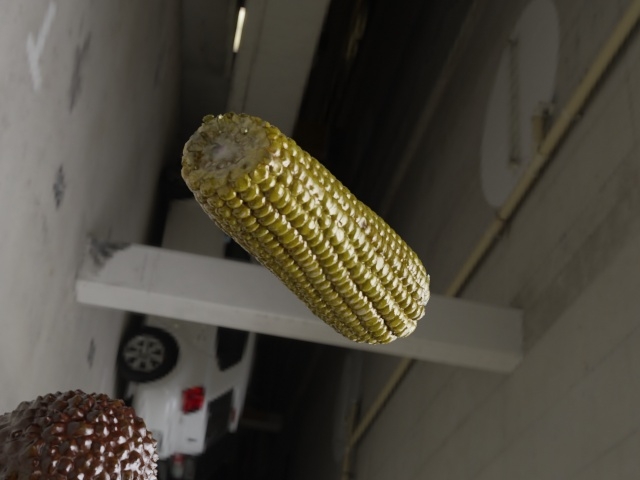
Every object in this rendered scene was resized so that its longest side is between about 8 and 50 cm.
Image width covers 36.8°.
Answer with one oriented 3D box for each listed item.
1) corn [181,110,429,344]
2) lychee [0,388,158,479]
[{"bbox_3d":[0.000,0.000,1.091,0.387,0.144,0.144,44,42,-43],"label":"corn"},{"bbox_3d":[-0.379,0.361,1.412,0.304,0.276,0.276,-47,-173,-2],"label":"lychee"}]
